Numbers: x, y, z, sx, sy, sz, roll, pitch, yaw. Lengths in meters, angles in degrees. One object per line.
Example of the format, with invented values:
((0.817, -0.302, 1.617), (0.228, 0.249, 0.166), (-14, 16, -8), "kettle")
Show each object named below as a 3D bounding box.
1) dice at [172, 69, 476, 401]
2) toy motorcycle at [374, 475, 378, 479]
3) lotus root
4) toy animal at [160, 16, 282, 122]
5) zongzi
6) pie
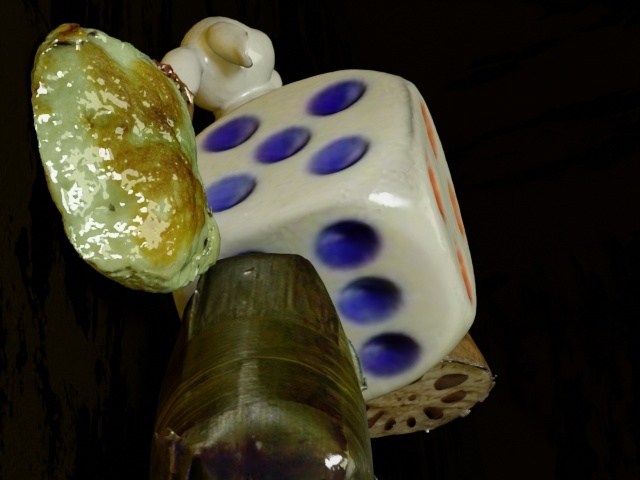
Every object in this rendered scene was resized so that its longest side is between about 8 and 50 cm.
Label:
((0.000, 0.000, 1.905), (0.304, 0.304, 0.277), (-90, 162, -58), "dice")
((0.020, 0.322, 2.131), (0.239, 0.108, 0.204), (49, -10, 34), "toy motorcycle")
((0.097, 0.164, 2.421), (0.272, 0.272, 0.192), (59, 8, -57), "lotus root")
((-0.103, -0.177, 2.077), (0.193, 0.127, 0.178), (61, 10, -17), "toy animal")
((-0.044, 0.264, 1.647), (0.403, 0.207, 0.432), (-94, 177, -60), "zongzi")
((-0.193, -0.080, 1.616), (0.257, 0.105, 0.274), (30, 41, -56), "pie")
